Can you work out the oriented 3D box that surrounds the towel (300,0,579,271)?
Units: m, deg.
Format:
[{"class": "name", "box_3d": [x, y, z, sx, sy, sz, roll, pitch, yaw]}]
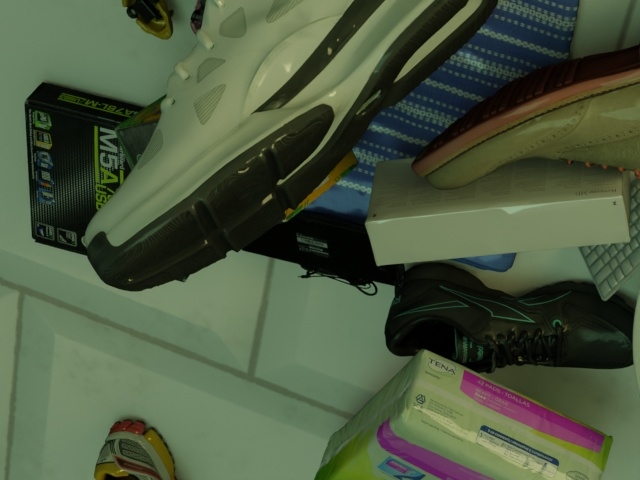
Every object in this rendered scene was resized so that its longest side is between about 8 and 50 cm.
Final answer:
[{"class": "towel", "box_3d": [0.100, -0.128, 1.894, 0.243, 0.040, 0.336, 19, 130, 11]}]

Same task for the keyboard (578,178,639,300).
[{"class": "keyboard", "box_3d": [0.324, -0.043, 1.836, 0.014, 0.072, 0.256, 7, 141, -32]}]

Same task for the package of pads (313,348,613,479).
[{"class": "package of pads", "box_3d": [0.143, 0.239, 2.040, 0.229, 0.101, 0.296, 26, 150, -9]}]

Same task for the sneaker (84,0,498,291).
[{"class": "sneaker", "box_3d": [-0.077, -0.172, 1.748, 0.257, 0.447, 0.169, 46, 173, 16]}]

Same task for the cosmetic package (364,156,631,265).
[{"class": "cosmetic package", "box_3d": [0.168, -0.036, 1.852, 0.239, 0.099, 0.060, -5, 125, 15]}]

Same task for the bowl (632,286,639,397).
[{"class": "bowl", "box_3d": [0.433, 0.095, 1.798, 0.298, 0.134, 0.298, -2, 87, 55]}]

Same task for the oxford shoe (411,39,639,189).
[{"class": "oxford shoe", "box_3d": [0.246, -0.098, 1.757, 0.348, 0.123, 0.130, -21, 105, 27]}]

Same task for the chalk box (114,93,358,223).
[{"class": "chalk box", "box_3d": [-0.097, -0.088, 1.925, 0.213, 0.132, 0.132, -8, 112, 42]}]

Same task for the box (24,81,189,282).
[{"class": "box", "box_3d": [-0.218, -0.061, 2.092, 0.184, 0.045, 0.191, 17, 130, 16]}]

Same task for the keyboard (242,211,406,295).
[{"class": "keyboard", "box_3d": [0.000, 0.000, 2.029, 0.192, 0.038, 0.100, 14, 139, 22]}]

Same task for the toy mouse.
[{"class": "toy mouse", "box_3d": [-0.126, -0.247, 1.919, 0.161, 0.031, 0.143, 44, 131, -10]}]

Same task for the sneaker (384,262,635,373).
[{"class": "sneaker", "box_3d": [0.191, 0.098, 1.975, 0.267, 0.106, 0.101, 7, 125, 19]}]

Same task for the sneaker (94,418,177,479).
[{"class": "sneaker", "box_3d": [-0.198, 0.323, 2.334, 0.088, 0.093, 0.225, -18, 115, 34]}]
